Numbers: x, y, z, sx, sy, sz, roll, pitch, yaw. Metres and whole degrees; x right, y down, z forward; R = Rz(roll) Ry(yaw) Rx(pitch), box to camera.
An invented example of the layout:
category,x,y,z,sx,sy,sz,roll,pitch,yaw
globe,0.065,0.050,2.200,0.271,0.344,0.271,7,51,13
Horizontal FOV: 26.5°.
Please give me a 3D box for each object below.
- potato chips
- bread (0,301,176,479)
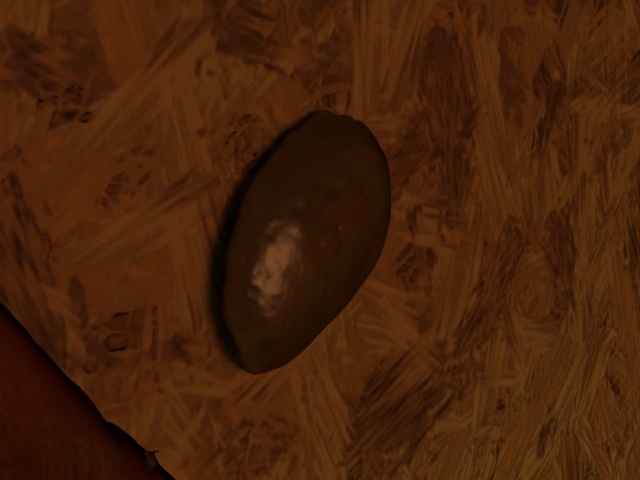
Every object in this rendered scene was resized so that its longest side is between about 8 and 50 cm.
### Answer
category,x,y,z,sx,sy,sz,roll,pitch,yaw
potato chips,0.000,0.000,0.961,0.202,0.049,0.150,-52,140,-38
bread,-0.204,0.207,0.642,0.324,0.143,0.333,53,47,-42
